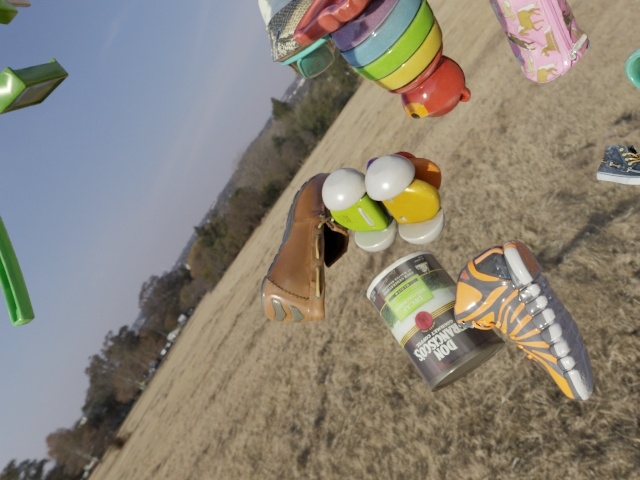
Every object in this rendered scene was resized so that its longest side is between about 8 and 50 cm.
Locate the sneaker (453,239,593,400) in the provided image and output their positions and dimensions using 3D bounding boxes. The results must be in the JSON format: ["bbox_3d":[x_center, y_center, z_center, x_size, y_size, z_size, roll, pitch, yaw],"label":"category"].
[{"bbox_3d":[0.388,0.171,0.913,0.180,0.320,0.125,-34,-16,37],"label":"sneaker"}]

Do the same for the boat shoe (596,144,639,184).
[{"bbox_3d":[0.672,-0.165,0.992,0.183,0.065,0.083,-118,30,-76],"label":"boat shoe"}]

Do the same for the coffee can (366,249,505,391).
[{"bbox_3d":[0.267,0.189,1.103,0.202,0.275,0.201,-25,-30,-15],"label":"coffee can"}]

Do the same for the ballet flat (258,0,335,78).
[{"bbox_3d":[-0.052,-0.465,0.999,0.164,0.182,0.483,-32,12,8],"label":"ballet flat"}]

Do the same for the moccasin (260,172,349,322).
[{"bbox_3d":[0.000,-0.003,0.902,0.380,0.147,0.139,-73,-14,-51],"label":"moccasin"}]

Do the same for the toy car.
[{"bbox_3d":[0.103,-0.076,0.718,0.182,0.159,0.136,-11,47,35],"label":"toy car"}]

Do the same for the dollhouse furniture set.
[{"bbox_3d":[-0.252,-0.161,0.309,0.076,0.151,0.058,-36,22,16],"label":"dollhouse furniture set"}]

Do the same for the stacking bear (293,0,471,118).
[{"bbox_3d":[0.130,-0.313,0.761,0.175,0.289,0.164,4,63,56],"label":"stacking bear"}]

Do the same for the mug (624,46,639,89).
[{"bbox_3d":[0.384,-0.185,0.422,0.130,0.097,0.158,-35,0,17],"label":"mug"}]

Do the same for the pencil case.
[{"bbox_3d":[0.459,-0.537,1.011,0.167,0.386,0.160,1,58,48],"label":"pencil case"}]

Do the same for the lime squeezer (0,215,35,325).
[{"bbox_3d":[-0.281,-0.082,0.293,0.059,0.310,0.110,-37,21,12],"label":"lime squeezer"}]
